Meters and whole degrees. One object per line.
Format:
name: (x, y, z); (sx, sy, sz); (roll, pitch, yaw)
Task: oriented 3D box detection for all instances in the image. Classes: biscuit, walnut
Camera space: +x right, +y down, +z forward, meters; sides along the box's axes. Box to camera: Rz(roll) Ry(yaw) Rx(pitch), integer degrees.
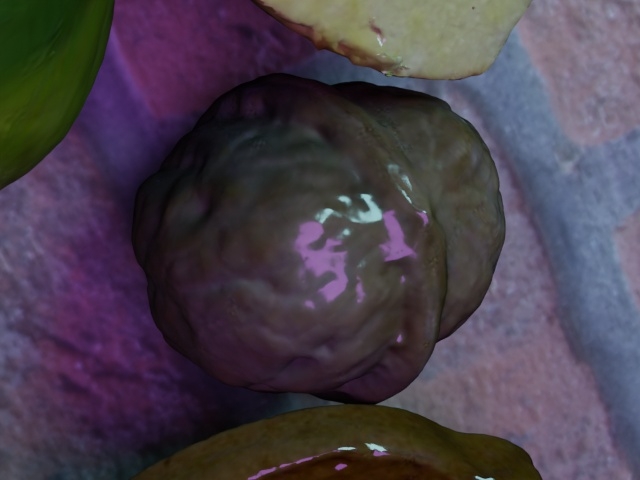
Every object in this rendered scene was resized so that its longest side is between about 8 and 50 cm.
biscuit: (-0.010, 0.263, 1.156); (0.359, 0.074, 0.381); (-21, 130, 2)
walnut: (0.000, 0.000, 1.084); (0.224, 0.224, 0.224); (-3, 101, -17)

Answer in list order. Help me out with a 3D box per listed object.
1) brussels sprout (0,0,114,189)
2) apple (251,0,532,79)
brussels sprout: (-0.235, -0.179, 0.945); (0.268, 0.344, 0.344); (-8, 102, -7)
apple: (0.010, -0.266, 0.981); (0.309, 0.252, 0.314); (29, 48, -38)
